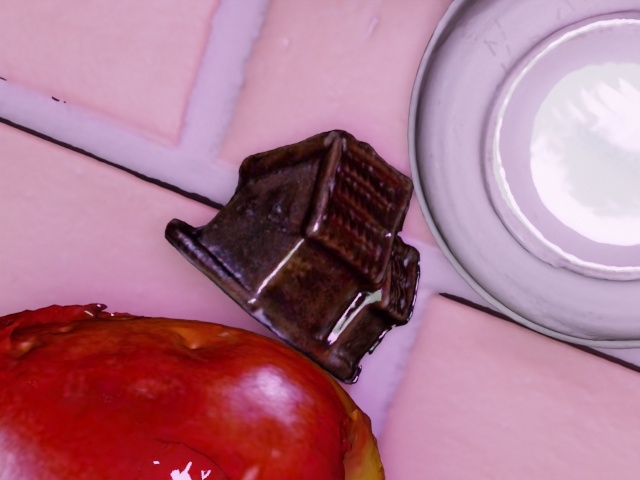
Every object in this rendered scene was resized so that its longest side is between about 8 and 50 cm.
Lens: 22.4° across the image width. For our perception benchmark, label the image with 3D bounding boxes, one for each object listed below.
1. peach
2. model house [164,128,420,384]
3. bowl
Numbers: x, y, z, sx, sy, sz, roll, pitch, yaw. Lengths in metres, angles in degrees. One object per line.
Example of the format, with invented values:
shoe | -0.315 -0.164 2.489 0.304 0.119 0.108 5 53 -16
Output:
peach | -0.152 0.218 1.119 0.416 0.339 0.353 -14 79 17
model house | 0.005 0.004 1.163 0.152 0.106 0.165 -49 126 5
bowl | 0.202 -0.067 1.072 0.307 0.163 0.307 2 100 13
